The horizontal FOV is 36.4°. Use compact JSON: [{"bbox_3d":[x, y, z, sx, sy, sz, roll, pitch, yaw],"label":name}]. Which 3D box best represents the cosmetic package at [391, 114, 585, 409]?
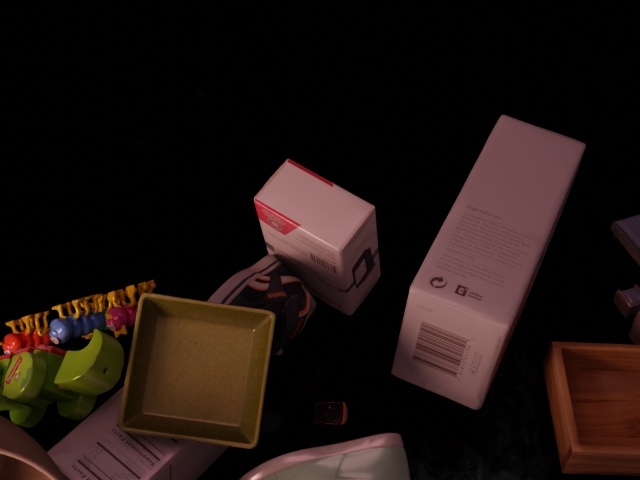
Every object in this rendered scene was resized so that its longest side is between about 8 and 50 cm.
[{"bbox_3d":[0.284,0.025,1.620,0.161,0.230,0.453,21,50,13],"label":"cosmetic package"}]

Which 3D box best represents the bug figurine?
[{"bbox_3d":[-0.369,0.128,1.499,0.216,0.279,0.072,-15,89,-38],"label":"bug figurine"}]

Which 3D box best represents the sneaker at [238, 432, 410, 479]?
[{"bbox_3d":[0.008,0.372,1.370,0.255,0.094,0.151,-13,65,-2],"label":"sneaker"}]

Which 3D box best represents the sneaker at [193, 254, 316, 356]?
[{"bbox_3d":[-0.097,0.117,1.509,0.127,0.126,0.321,38,26,7],"label":"sneaker"}]

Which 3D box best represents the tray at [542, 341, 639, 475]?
[{"bbox_3d":[0.572,0.269,1.528,0.410,0.076,0.203,2,48,-2],"label":"tray"}]

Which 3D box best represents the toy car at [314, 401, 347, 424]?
[{"bbox_3d":[0.029,0.301,1.485,0.040,0.060,0.122,21,50,-50],"label":"toy car"}]

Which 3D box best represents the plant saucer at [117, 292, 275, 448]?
[{"bbox_3d":[-0.167,0.179,1.332,0.188,0.045,0.188,9,78,-5],"label":"plant saucer"}]

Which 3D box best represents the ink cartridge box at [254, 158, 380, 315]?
[{"bbox_3d":[0.000,0.000,1.597,0.172,0.237,0.100,30,68,21],"label":"ink cartridge box"}]

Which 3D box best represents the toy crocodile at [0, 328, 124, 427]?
[{"bbox_3d":[-0.410,0.195,1.375,0.340,0.115,0.105,-16,56,41],"label":"toy crocodile"}]

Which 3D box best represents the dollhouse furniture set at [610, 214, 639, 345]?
[{"bbox_3d":[0.628,-0.004,1.698,0.286,0.198,0.303,-12,49,-16],"label":"dollhouse furniture set"}]

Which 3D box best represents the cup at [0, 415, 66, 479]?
[{"bbox_3d":[-0.481,0.336,1.238,0.331,0.331,0.237,-12,26,-16],"label":"cup"}]

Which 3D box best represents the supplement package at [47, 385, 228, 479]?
[{"bbox_3d":[-0.249,0.294,1.382,0.134,0.139,0.244,33,52,21],"label":"supplement package"}]
